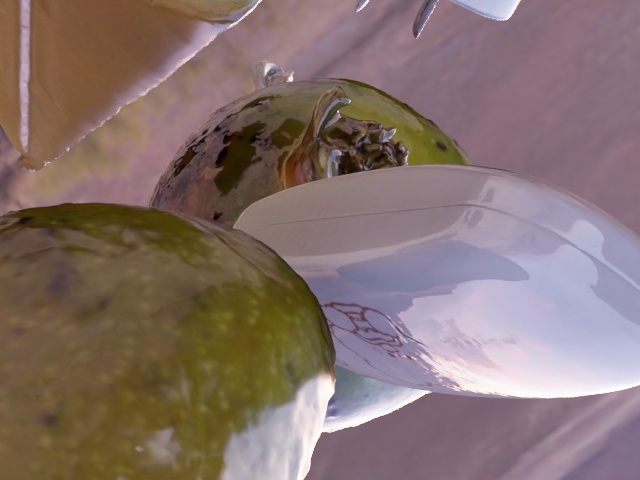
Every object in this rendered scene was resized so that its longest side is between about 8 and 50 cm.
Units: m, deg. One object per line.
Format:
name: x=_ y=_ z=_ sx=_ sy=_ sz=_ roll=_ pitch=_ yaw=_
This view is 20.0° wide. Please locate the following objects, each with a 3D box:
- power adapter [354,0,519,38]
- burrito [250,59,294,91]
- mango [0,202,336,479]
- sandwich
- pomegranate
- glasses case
power adapter: x=0.113 y=-0.294 z=1.570 sx=0.124 sy=0.187 sz=0.255 roll=-80 pitch=-164 yaw=-59
burrito: x=0.042 y=-0.023 z=1.247 sx=0.059 sy=0.082 sz=0.275 roll=-32 pitch=126 yaw=27
mango: x=-0.114 y=0.122 z=0.434 sx=0.175 sy=0.176 sz=0.330 roll=-24 pitch=-136 yaw=60
sandwich: x=-0.039 y=-0.078 z=0.620 sx=0.117 sy=0.144 sz=0.187 roll=-46 pitch=154 yaw=-22
pomegranate: x=0.008 y=0.009 z=0.966 sx=0.198 sy=0.198 sz=0.246 roll=-30 pitch=-167 yaw=-19
glasses case: x=0.032 y=0.013 z=0.534 sx=0.049 sy=0.074 sz=0.193 roll=-61 pitch=-157 yaw=-15
